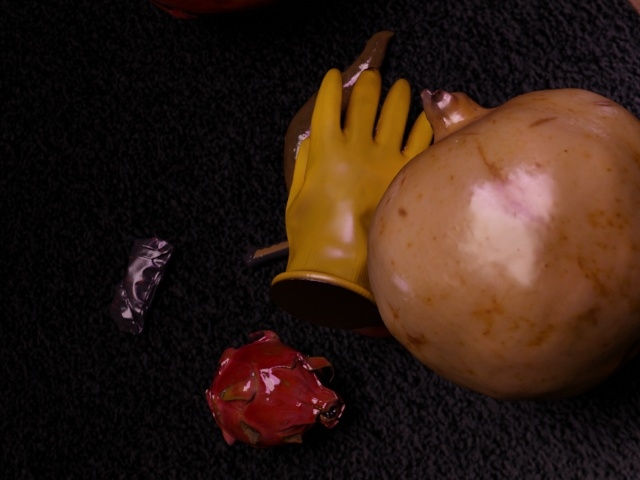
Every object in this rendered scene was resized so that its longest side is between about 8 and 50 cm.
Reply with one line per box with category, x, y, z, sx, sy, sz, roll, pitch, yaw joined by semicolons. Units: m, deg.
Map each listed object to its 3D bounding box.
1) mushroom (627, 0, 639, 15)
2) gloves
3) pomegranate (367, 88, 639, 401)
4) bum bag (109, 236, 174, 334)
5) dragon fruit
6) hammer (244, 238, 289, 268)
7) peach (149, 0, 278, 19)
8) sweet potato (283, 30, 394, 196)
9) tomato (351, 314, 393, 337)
mushroom;0.328;-0.318;1.959;0.072;0.094;0.210;-44;56;17
gloves;0.039;-0.061;1.951;0.133;0.116;0.294;17;65;-6
pomegranate;0.205;-0.013;1.801;0.342;0.342;0.342;-8;73;28
bum bag;-0.220;0.053;2.207;0.058;0.034;0.124;24;90;24
dragon fruit;-0.056;0.171;2.024;0.166;0.133;0.136;10;75;33
hammer;0.000;0.000;2.101;0.201;0.021;0.078;-18;68;25
peach;-0.119;-0.432;2.100;0.370;0.370;0.370;-8;73;28
sweet potato;0.006;-0.145;2.118;0.069;0.059;0.249;27;88;13
tomato;0.064;-0.007;2.010;0.225;0.085;0.225;-6;72;19
